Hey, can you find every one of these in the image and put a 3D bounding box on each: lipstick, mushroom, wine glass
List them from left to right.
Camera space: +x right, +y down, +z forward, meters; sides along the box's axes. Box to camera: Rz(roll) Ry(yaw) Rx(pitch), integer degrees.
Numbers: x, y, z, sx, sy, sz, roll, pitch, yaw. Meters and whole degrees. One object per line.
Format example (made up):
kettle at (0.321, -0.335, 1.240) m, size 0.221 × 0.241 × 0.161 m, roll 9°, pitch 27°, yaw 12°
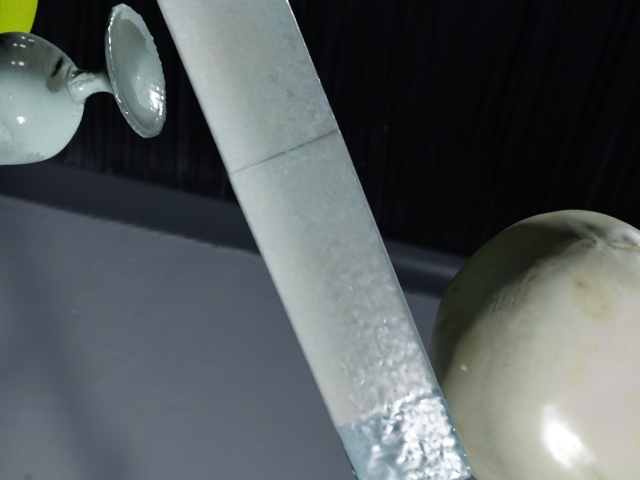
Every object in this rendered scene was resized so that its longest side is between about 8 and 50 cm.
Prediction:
wine glass at (-0.243, -0.107, 0.816) m, size 0.231 × 0.103 × 0.103 m, roll -10°, pitch 43°, yaw 15°
lipstick at (0.000, 0.000, 0.605) m, size 0.068 × 0.317 × 0.066 m, roll -22°, pitch 15°, yaw 1°
mushroom at (0.201, 0.102, 0.891) m, size 0.246 × 0.202 × 0.246 m, roll 1°, pitch 85°, yaw -13°

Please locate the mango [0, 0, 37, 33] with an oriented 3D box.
mango at (-0.420, -0.332, 1.234) m, size 0.149 × 0.272 × 0.185 m, roll -4°, pitch 26°, yaw 46°
